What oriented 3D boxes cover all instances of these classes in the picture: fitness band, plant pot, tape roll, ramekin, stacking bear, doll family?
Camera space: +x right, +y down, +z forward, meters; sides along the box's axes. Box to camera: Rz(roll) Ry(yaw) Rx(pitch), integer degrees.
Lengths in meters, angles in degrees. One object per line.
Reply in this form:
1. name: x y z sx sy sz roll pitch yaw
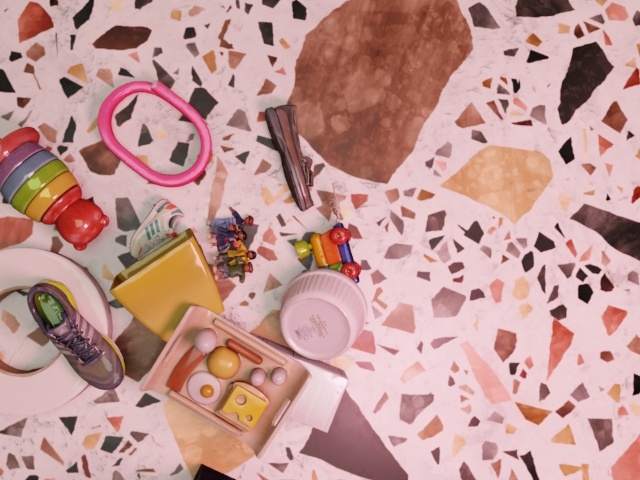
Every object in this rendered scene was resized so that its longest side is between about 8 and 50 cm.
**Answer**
1. fitness band: -0.396 -0.258 1.741 0.291 0.054 0.209 39 84 0
2. plant pot: -0.333 0.114 1.655 0.212 0.212 0.187 -34 102 -6
3. tape roll: -0.682 0.209 1.677 0.392 0.072 0.392 0 86 -6
4. ramekin: 0.001 0.180 1.675 0.207 0.109 0.207 5 114 11
5. stacking bear: -0.624 -0.106 1.666 0.289 0.164 0.175 43 84 -6
6. doll family: -0.206 0.010 1.731 0.111 0.076 0.193 -11 84 -1

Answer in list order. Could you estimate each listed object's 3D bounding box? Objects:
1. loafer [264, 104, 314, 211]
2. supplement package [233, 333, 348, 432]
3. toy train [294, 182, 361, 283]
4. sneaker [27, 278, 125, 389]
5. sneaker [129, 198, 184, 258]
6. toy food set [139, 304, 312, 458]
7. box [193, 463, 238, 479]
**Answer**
1. loafer: -0.056 -0.206 1.750 0.084 0.096 0.267 -19 86 -12
2. supplement package: -0.075 0.329 1.688 0.244 0.139 0.134 22 88 -2
3. toy train: 0.000 0.000 1.743 0.143 0.105 0.248 -17 88 7
4. sneaker: -0.550 0.214 1.592 0.111 0.121 0.300 -42 91 -6
5. sneaker: -0.387 -0.018 1.716 0.075 0.057 0.161 30 81 18
6. toy food set: -0.204 0.307 1.565 0.306 0.092 0.219 32 93 -2
7. box: -0.256 0.696 1.547 0.179 0.343 0.312 26 84 -4
